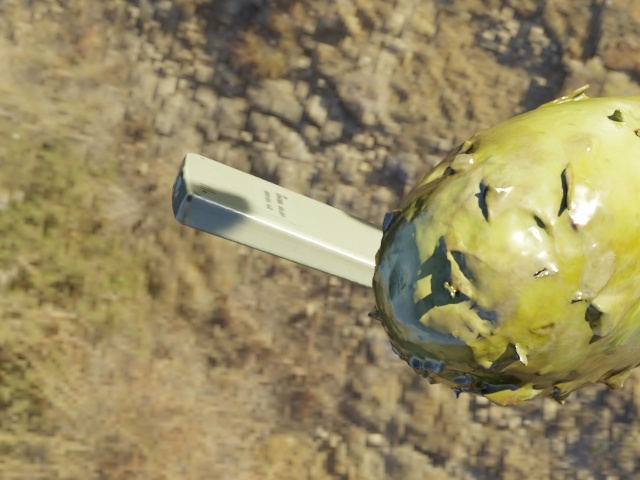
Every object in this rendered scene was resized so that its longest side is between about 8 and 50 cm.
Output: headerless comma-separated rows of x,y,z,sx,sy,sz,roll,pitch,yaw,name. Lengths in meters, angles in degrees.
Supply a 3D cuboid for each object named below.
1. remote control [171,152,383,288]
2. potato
0.000,0.000,1.428,0.123,0.285,0.038,-108,41,-67,remote control
0.104,0.003,0.548,0.117,0.225,0.090,-43,67,32,potato
